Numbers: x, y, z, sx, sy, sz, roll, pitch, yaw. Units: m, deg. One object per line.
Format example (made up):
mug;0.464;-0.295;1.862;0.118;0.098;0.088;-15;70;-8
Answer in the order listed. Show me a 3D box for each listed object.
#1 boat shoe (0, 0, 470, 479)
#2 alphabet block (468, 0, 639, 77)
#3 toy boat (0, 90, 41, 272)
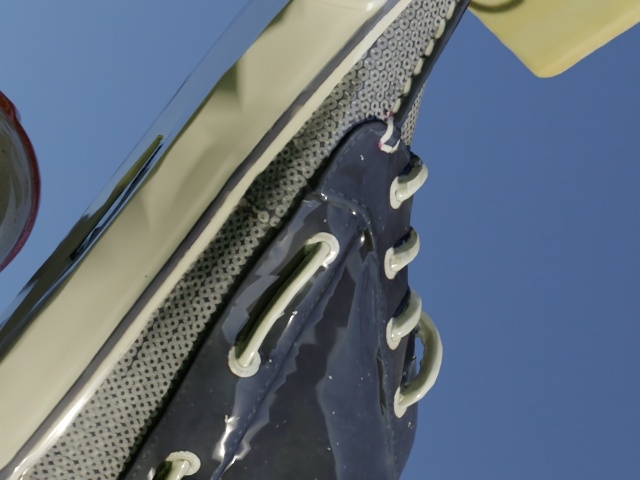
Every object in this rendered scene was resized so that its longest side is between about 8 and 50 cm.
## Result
boat shoe;0.000;0.000;0.543;0.340;0.158;0.127;-51;-165;0
alphabet block;0.131;-0.223;0.585;0.192;0.193;0.197;44;-27;-8
toy boat;-0.236;-0.001;0.639;0.231;0.151;0.151;-45;-89;3
